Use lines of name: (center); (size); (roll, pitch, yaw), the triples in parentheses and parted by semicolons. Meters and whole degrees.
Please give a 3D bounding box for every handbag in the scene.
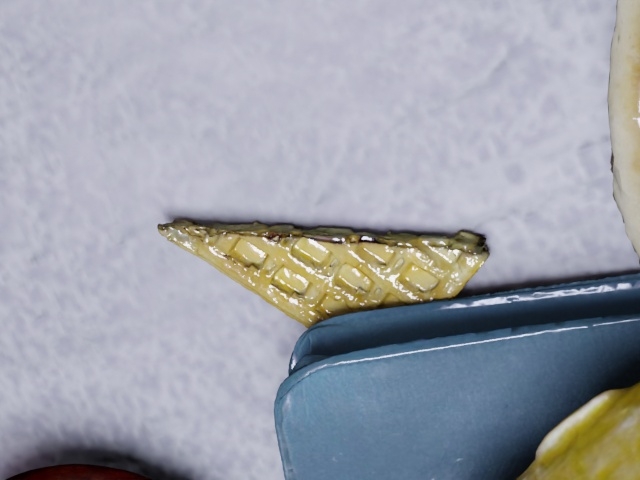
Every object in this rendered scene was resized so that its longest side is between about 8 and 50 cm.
handbag: (0.100, 0.116, 0.860); (0.229, 0.062, 0.179); (-7, 107, 9)

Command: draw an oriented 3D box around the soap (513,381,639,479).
soap: (0.230, 0.149, 0.753); (0.281, 0.143, 0.259); (31, 115, -27)

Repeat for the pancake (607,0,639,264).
pancake: (0.249, -0.064, 0.754); (0.283, 0.049, 0.282); (0, 100, -2)

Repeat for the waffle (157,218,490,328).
waffle: (0.000, 0.000, 0.887); (0.153, 0.023, 0.097); (33, 112, 3)

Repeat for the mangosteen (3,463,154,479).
mangosteen: (-0.122, 0.208, 0.926); (0.166, 0.166, 0.180); (15, 137, 10)
